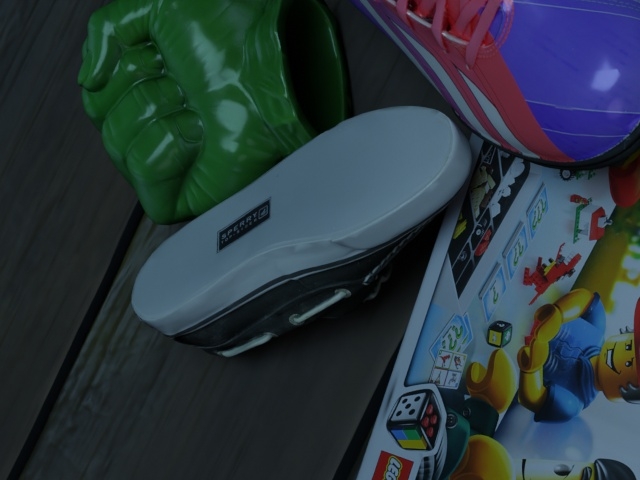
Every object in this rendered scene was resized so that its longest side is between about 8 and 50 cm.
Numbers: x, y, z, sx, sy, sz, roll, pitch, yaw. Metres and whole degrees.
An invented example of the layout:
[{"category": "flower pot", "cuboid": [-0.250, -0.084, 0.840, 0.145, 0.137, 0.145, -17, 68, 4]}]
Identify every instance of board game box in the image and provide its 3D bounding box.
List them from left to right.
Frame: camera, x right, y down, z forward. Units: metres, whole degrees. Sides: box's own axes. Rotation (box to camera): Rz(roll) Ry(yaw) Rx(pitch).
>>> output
[{"category": "board game box", "cuboid": [0.151, 0.009, 0.871, 0.193, 0.053, 0.305, 15, 85, 34]}]

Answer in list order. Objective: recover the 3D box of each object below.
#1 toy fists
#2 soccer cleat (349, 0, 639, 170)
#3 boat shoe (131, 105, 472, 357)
[{"category": "toy fists", "cuboid": [-0.076, -0.145, 1.027, 0.142, 0.096, 0.279, -19, 69, 27]}, {"category": "soccer cleat", "cuboid": [0.050, -0.138, 0.879, 0.109, 0.116, 0.318, -55, 42, 15]}, {"category": "boat shoe", "cuboid": [0.000, 0.000, 0.944, 0.219, 0.070, 0.078, -26, 43, 36]}]
